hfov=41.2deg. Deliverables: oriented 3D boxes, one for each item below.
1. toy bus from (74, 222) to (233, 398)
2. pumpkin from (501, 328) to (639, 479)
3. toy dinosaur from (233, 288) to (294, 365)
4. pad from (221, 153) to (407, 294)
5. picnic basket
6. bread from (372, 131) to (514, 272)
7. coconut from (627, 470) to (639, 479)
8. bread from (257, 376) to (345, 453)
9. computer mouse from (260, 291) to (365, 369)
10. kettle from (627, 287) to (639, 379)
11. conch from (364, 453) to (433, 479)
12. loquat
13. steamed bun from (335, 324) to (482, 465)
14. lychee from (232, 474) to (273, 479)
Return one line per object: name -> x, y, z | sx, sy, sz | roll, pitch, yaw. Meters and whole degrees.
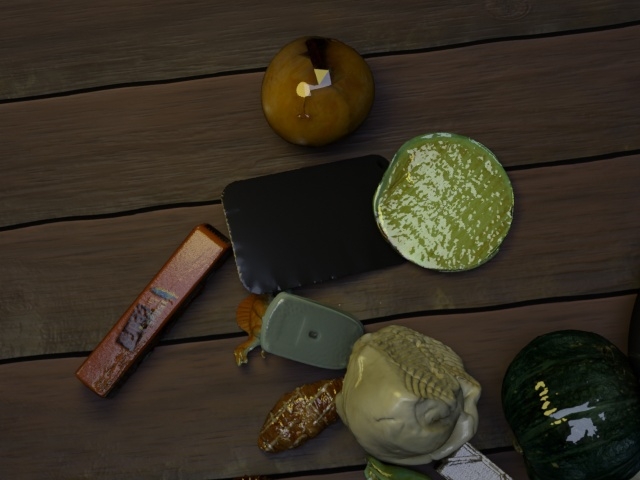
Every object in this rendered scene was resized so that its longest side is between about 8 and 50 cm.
toy bus -> -0.332, 0.140, 1.730 | 0.093, 0.092, 0.409 | 38, 84, 6
pumpkin -> 0.460, 0.294, 1.550 | 0.263, 0.197, 0.293 | -20, 47, 15
toy dinosaur -> -0.122, 0.144, 1.749 | 0.142, 0.057, 0.212 | -20, 59, 16
pad -> 0.000, 0.001, 1.772 | 0.375, 0.063, 0.315 | -11, 77, -12
picnic basket -> 0.301, 0.454, 1.630 | 0.164, 0.115, 0.079 | 39, 81, 9
bread -> 0.259, -0.079, 1.767 | 0.301, 0.045, 0.301 | 0, 80, 0
coconut -> 0.608, 0.494, 1.548 | 0.222, 0.202, 0.202 | 3, 76, 44
bread -> -0.030, 0.341, 1.689 | 0.233, 0.076, 0.105 | -33, 81, -5
computer mouse -> -0.015, 0.184, 1.689 | 0.231, 0.079, 0.128 | 22, 87, -21
kettle -> 0.688, 0.142, 1.595 | 0.207, 0.268, 0.290 | 30, 83, 13
conch -> 0.172, 0.492, 1.651 | 0.201, 0.079, 0.095 | 15, 93, 22
loquat -> -0.008, -0.301, 1.732 | 0.235, 0.235, 0.235 | 0, 79, 2
steamed bun -> 0.151, 0.306, 1.584 | 0.276, 0.289, 0.203 | 22, 111, -17
lychee -> -0.128, 0.532, 1.608 | 0.188, 0.188, 0.188 | 0, 79, 2
